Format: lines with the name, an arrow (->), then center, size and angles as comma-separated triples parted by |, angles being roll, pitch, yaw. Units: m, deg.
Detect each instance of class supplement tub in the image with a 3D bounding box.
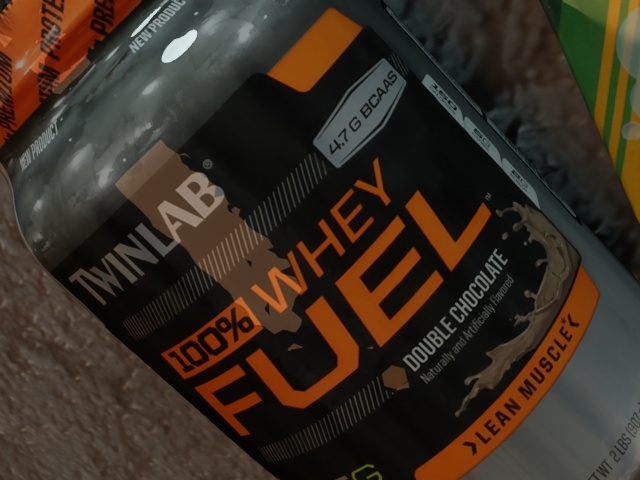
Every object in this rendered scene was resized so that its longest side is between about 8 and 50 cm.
supplement tub -> 0.000, 0.000, 0.443 | 0.338, 0.207, 0.207 | 44, 127, -12

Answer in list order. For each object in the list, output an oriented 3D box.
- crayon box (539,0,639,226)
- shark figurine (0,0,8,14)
crayon box -> 0.238, -0.061, 0.388 | 0.203, 0.083, 0.323 | -18, 116, 31
shark figurine -> -0.219, -0.226, 0.445 | 0.166, 0.116, 0.278 | 6, 143, -25
